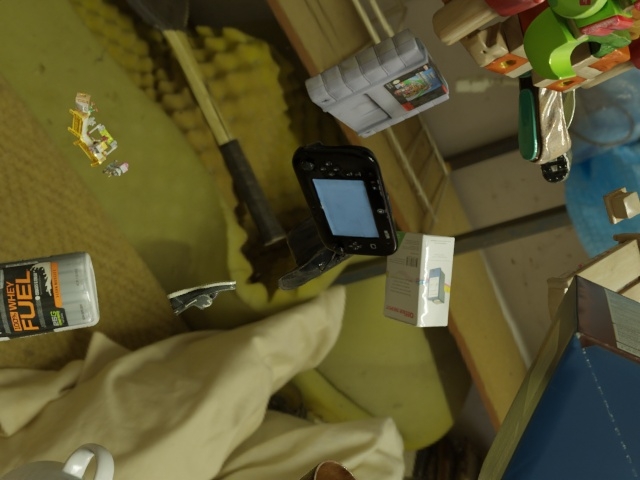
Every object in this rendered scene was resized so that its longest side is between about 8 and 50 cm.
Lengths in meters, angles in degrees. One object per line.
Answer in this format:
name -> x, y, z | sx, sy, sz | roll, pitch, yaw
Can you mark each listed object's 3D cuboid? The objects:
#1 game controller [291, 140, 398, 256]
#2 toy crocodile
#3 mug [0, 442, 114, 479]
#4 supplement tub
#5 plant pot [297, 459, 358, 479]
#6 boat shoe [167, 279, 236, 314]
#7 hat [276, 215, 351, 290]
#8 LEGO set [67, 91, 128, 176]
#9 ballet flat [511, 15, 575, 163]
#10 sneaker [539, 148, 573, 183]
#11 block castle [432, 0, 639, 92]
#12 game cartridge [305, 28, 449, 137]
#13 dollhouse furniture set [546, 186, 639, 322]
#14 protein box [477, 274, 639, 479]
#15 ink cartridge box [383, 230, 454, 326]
game controller -> 0.055, -0.071, 1.310 | 0.067, 0.167, 0.319 | -64, 152, -29
toy crocodile -> 0.370, -0.298, 0.732 | 0.115, 0.341, 0.105 | -16, 80, -47
mug -> -0.603, 0.653, 1.552 | 0.276, 0.328, 0.374 | 36, 74, -30
supplement tub -> -0.717, 0.140, 1.640 | 0.193, 0.316, 0.193 | 171, -90, -74
plant pot -> -0.032, 0.616, 1.420 | 0.215, 0.230, 0.215 | 45, 22, -24
boat shoe -> -0.366, 0.175, 2.103 | 0.084, 0.233, 0.079 | -11, 84, -76
hat -> 0.000, 0.000, 1.857 | 0.133, 0.331, 0.331 | 59, 26, 11
LEGO set -> -0.661, -0.331, 1.984 | 0.107, 0.132, 0.286 | -54, 144, -38
ballet flat -> 0.420, -0.304, 1.249 | 0.107, 0.106, 0.315 | -127, -152, -71
sneaker -> 0.568, -0.247, 1.638 | 0.106, 0.078, 0.234 | 9, 73, -60
block castle -> 0.375, -0.427, 1.039 | 0.454, 0.213, 0.302 | 3, 74, -38
game cartridge -> 0.136, -0.310, 1.391 | 0.355, 0.230, 0.068 | 9, 63, -69
dollhouse furniture set -> 0.379, 0.134, 1.068 | 0.303, 0.174, 0.355 | -23, 101, -26
protein box -> 0.202, 0.154, 0.473 | 0.201, 0.136, 0.199 | -18, 131, -68
ink cartridge box -> 0.229, 0.088, 1.588 | 0.093, 0.154, 0.212 | 4, 92, -26
